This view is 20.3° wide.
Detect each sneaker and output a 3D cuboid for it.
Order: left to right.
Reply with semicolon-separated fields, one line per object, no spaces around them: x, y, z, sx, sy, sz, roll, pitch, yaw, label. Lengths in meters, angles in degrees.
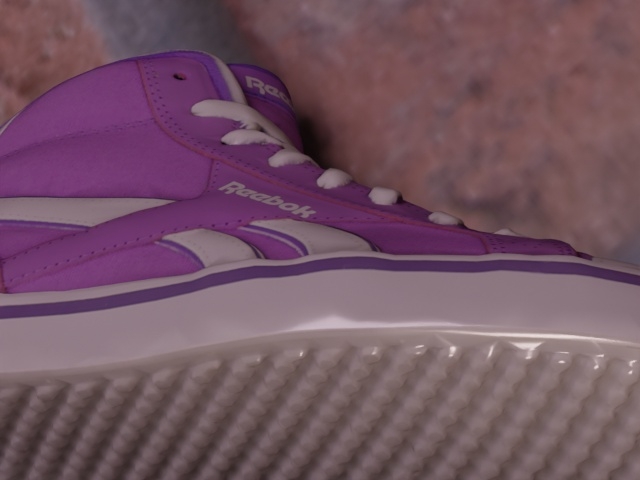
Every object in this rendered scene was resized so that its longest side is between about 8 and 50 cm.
-0.001;-0.001;0.519;0.282;0.102;0.161;2;46;21;sneaker
